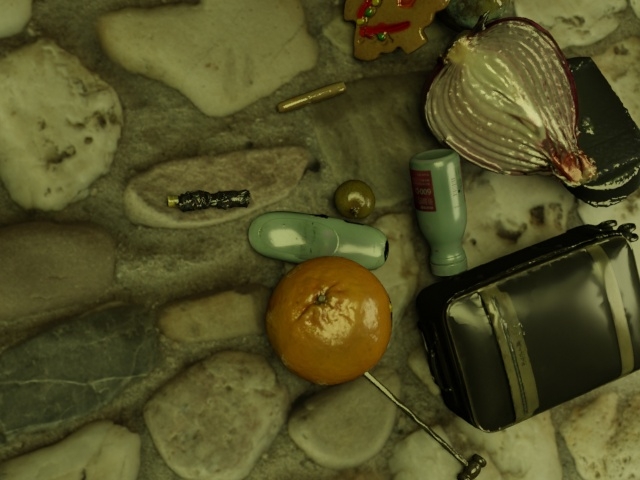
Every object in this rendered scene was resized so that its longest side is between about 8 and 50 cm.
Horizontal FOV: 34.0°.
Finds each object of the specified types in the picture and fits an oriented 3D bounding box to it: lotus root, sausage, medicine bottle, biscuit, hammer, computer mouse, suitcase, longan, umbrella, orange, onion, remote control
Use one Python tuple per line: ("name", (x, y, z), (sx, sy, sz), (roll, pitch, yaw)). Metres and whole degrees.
("lotus root", (0.225, -0.526, 1.892), (0.140, 0.158, 0.322), (-24, 84, -32))
("sausage", (-0.016, -0.257, 1.881), (0.132, 0.024, 0.024), (-21, 90, -15))
("medicine bottle", (0.214, -0.048, 1.857), (0.090, 0.090, 0.216), (-14, 108, -13))
("biscuit", (0.114, -0.439, 1.869), (0.212, 0.041, 0.238), (-34, 79, 28))
("hammer", (0.175, 0.325, 1.874), (0.292, 0.029, 0.058), (42, 76, -4))
("computer mouse", (0.494, -0.200, 1.962), (0.168, 0.087, 0.295), (-23, 77, -7))
("suitcase", (0.391, 0.152, 1.841), (0.434, 0.194, 0.283), (-20, 103, -12))
("longan", (0.060, -0.068, 1.853), (0.075, 0.083, 0.075), (2, 126, 3))
("umbrella", (-0.194, -0.070, 1.818), (0.144, 0.040, 0.037), (-4, 95, -12))
("orange", (0.015, 0.135, 1.774), (0.219, 0.193, 0.219), (0, 91, 4))
("onion", (0.352, -0.233, 1.881), (0.267, 0.159, 0.348), (-40, 96, 20))
("remote control", (0.000, 0.000, 1.852), (0.256, 0.045, 0.097), (6, 84, -14))
